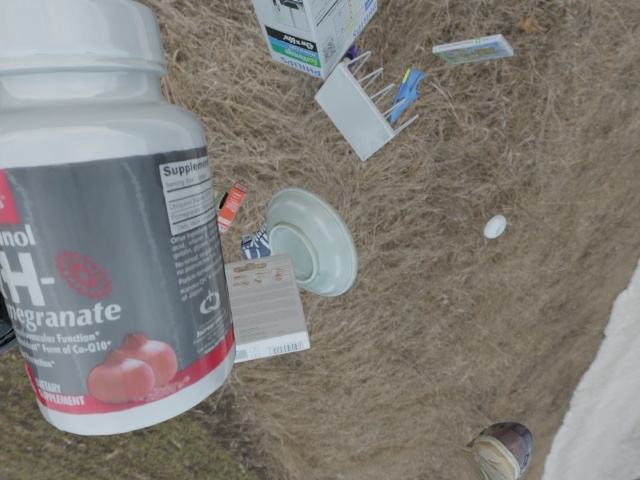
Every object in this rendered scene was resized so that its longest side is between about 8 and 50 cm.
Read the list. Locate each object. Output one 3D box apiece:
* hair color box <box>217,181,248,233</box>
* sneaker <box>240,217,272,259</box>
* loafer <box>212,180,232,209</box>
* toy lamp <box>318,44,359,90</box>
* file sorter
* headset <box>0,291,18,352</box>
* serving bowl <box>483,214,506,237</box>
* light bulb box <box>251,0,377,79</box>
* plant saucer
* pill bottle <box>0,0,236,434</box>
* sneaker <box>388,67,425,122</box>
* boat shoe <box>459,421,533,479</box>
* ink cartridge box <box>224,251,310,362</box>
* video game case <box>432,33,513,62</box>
[{"bbox_3d":[-0.316,-0.116,1.458,0.053,0.093,0.167,25,108,-13],"label":"hair color box"},{"bbox_3d":[-0.230,-0.029,1.629,0.153,0.099,0.282,9,121,-8],"label":"sneaker"},{"bbox_3d":[-0.397,-0.167,1.508,0.269,0.092,0.101,2,119,-54],"label":"loafer"},{"bbox_3d":[0.081,-0.692,1.679,0.080,0.274,0.080,24,154,13],"label":"toy lamp"},{"bbox_3d":[0.157,-0.452,1.386,0.277,0.173,0.193,52,152,-4],"label":"file sorter"},{"bbox_3d":[-0.741,0.180,0.857,0.394,0.185,0.243,-45,141,8],"label":"headset"},{"bbox_3d":[0.556,-0.040,1.308,0.083,0.027,0.083,-19,131,-24],"label":"serving bowl"},{"bbox_3d":[-0.012,-0.770,1.261,0.225,0.357,0.361,29,166,19],"label":"light bulb box"},{"bbox_3d":[-0.064,0.026,1.357,0.101,0.400,0.400,-32,150,-38],"label":"plant saucer"},{"bbox_3d":[-0.179,-0.020,0.356,0.177,0.176,0.318,-5,107,-2],"label":"pill bottle"},{"bbox_3d":[0.322,-0.534,1.561,0.082,0.069,0.209,23,121,0],"label":"sneaker"},{"bbox_3d":[0.330,0.403,0.771,0.092,0.103,0.285,-32,145,-11],"label":"boat shoe"},{"bbox_3d":[-0.128,0.125,0.805,0.181,0.224,0.056,-10,127,-6],"label":"ink cartridge box"},{"bbox_3d":[0.472,-0.582,1.273,0.194,0.212,0.023,5,103,33],"label":"video game case"}]
